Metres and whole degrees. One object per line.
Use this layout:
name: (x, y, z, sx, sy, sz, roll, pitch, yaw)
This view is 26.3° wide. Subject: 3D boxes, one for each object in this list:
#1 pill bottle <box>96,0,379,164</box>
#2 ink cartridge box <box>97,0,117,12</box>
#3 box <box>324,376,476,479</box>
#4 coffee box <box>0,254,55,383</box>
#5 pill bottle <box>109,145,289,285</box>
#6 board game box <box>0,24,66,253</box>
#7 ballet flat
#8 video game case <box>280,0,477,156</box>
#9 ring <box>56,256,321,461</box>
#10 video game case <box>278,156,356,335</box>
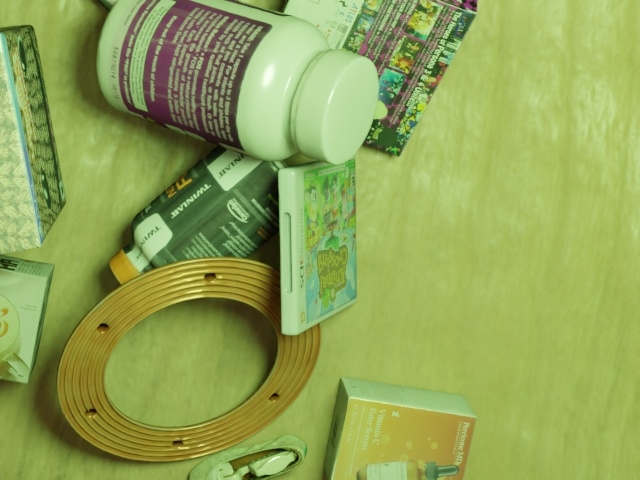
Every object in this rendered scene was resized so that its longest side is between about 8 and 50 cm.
pill bottle: (-0.092, -0.187, 1.571, 0.301, 0.169, 0.169, 20, 100, 25)
ink cartridge box: (-0.224, -0.370, 1.662, 0.145, 0.045, 0.179, 44, 76, -11)
box: (0.102, 0.261, 1.777, 0.170, 0.091, 0.130, 9, 100, -6)
coffee box: (-0.465, 0.078, 1.686, 0.246, 0.098, 0.141, 12, 99, -8)
pill bottle: (-0.141, -0.019, 1.681, 0.245, 0.130, 0.130, -40, 102, 3)
board game box: (-0.391, -0.118, 1.558, 0.141, 0.291, 0.232, -9, 102, -3)
ballet flat: (-0.098, 0.296, 1.785, 0.168, 0.052, 0.057, -23, 104, 0)
video game case: (0.047, -0.229, 1.648, 0.210, 0.042, 0.232, 20, 129, -8)
ring: (-0.160, 0.147, 1.694, 0.336, 0.032, 0.337, -12, 131, -14)
video game case: (0.000, 0.000, 1.659, 0.023, 0.212, 0.193, 2, 99, 20)
